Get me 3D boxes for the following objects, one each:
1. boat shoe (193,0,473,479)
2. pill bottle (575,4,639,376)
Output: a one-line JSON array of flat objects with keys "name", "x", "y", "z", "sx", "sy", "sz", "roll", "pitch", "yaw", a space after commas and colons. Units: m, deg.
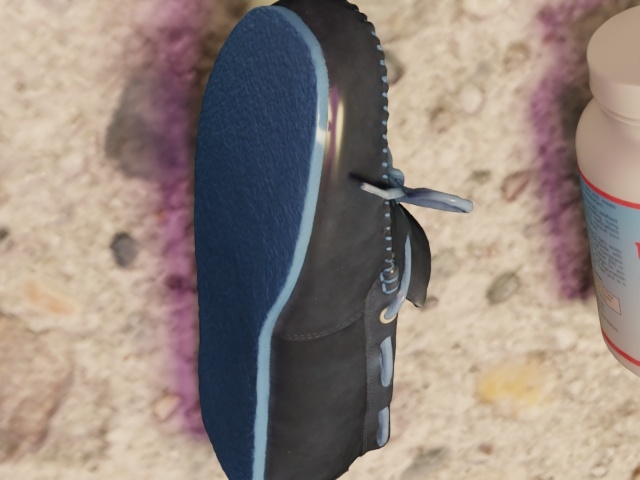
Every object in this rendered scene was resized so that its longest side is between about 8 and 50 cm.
[{"name": "boat shoe", "x": 0.000, "y": 0.000, "z": 0.770, "sx": 0.089, "sy": 0.109, "sz": 0.258, "roll": -15, "pitch": 143, "yaw": -22}, {"name": "pill bottle", "x": 0.157, "y": -0.020, "z": 0.814, "sx": 0.087, "sy": 0.087, "sz": 0.160, "roll": -21, "pitch": 128, "yaw": -8}]
